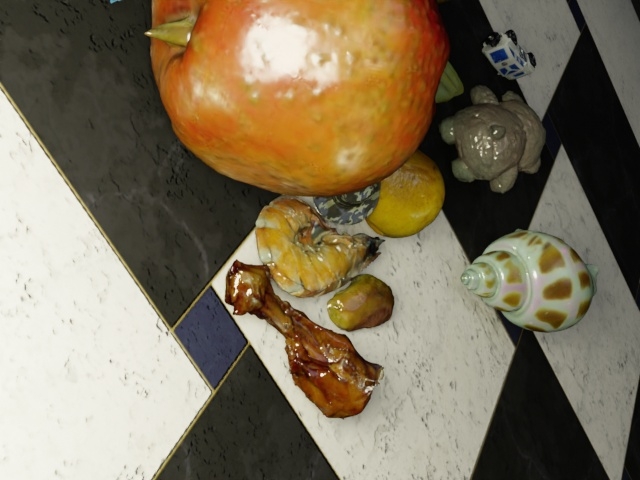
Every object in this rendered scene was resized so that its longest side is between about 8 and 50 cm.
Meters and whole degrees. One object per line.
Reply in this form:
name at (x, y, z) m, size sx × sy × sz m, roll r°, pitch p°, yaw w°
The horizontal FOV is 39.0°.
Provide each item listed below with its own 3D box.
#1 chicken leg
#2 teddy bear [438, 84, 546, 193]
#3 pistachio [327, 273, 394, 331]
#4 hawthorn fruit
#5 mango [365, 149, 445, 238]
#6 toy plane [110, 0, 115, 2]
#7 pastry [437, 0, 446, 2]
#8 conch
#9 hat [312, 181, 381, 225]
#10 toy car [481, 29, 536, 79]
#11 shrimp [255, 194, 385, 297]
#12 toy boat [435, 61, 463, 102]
chicken leg at (-0.030, 0.136, 1.279) m, size 0.304 × 0.093 × 0.113 m, roll 49°, pitch 60°, yaw -24°
teddy bear at (0.373, -0.219, 1.921) m, size 0.267 × 0.151 × 0.236 m, roll -23°, pitch 98°, yaw -54°
pistachio at (0.075, 0.098, 1.470) m, size 0.173 × 0.049 × 0.090 m, roll -3°, pitch 78°, yaw -55°
hawthorn fruit at (-0.047, -0.245, 1.176) m, size 0.403 × 0.402 × 0.403 m, roll 26°, pitch 57°, yaw -47°
mango at (0.099, -0.102, 1.516) m, size 0.262 × 0.130 × 0.167 m, roll 30°, pitch 65°, yaw -33°
toy plane at (-0.288, -0.429, 1.131) m, size 0.254 × 0.105 × 0.271 m, roll 63°, pitch 35°, yaw -16°
pastry at (0.210, -0.542, 1.804) m, size 0.188 × 0.188 × 0.103 m, roll 8°, pitch 72°, yaw -53°
conch at (0.436, 0.074, 1.860) m, size 0.368 × 0.197 × 0.249 m, roll 31°, pitch 16°, yaw -39°
hat at (0.048, -0.076, 1.400) m, size 0.121 × 0.050 × 0.121 m, roll -1°, pitch 92°, yaw -21°
toy car at (0.452, -0.445, 2.185) m, size 0.170 × 0.080 × 0.070 m, roll 32°, pitch 52°, yaw -44°
shrimp at (0.000, 0.000, 1.401) m, size 0.317 × 0.062 × 0.164 m, roll -14°, pitch 80°, yaw -57°
toy boat at (0.169, -0.346, 1.726) m, size 0.276 × 0.111 × 0.084 m, roll 45°, pitch 49°, yaw -36°
